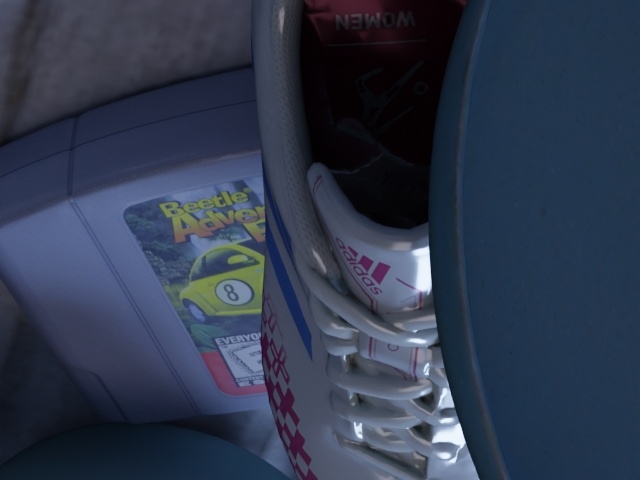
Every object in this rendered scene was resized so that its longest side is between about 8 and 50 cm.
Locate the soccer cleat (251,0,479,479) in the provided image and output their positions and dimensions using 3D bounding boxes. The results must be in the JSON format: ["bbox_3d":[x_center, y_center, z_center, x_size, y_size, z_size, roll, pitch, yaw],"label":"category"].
[{"bbox_3d":[0.025,0.018,0.705,0.116,0.143,0.331,-5,115,6],"label":"soccer cleat"}]

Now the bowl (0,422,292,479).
[{"bbox_3d":[-0.096,0.220,1.009,0.311,0.163,0.312,4,120,7],"label":"bowl"}]

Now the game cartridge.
[{"bbox_3d":[0.000,0.000,0.853,0.294,0.060,0.196,-9,138,13],"label":"game cartridge"}]

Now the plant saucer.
[{"bbox_3d":[0.139,0.006,0.662,0.043,0.318,0.317,-6,149,46],"label":"plant saucer"}]
